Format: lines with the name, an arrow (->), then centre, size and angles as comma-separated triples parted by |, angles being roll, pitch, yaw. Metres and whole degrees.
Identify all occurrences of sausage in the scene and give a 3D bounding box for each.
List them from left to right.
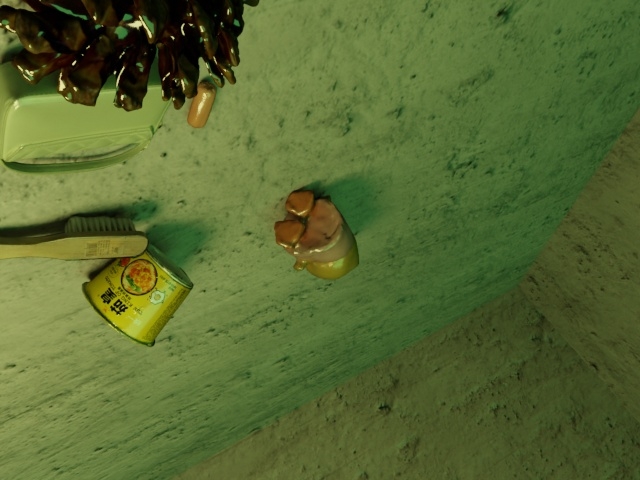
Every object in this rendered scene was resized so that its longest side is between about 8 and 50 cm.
sausage -> -0.196, -0.223, 1.077 | 0.034, 0.034, 0.083 | -11, 143, -41

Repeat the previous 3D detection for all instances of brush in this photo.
brush -> -0.458, -0.004, 1.105 | 0.328, 0.065, 0.070 | -4, 146, -33

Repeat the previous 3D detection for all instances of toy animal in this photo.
toy animal -> 0.004, 0.002, 1.542 | 0.281, 0.169, 0.195 | 64, 46, -66

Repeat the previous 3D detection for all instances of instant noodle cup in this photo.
instant noodle cup -> -0.345, 0.094, 1.272 | 0.144, 0.182, 0.182 | -47, 153, -1

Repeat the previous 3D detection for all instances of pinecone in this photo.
pinecone -> -0.222, -0.267, 0.766 | 0.309, 0.244, 0.244 | -19, 152, -3

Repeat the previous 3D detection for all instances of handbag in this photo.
handbag -> -0.348, -0.171, 0.947 | 0.256, 0.079, 0.219 | -15, 157, -36
